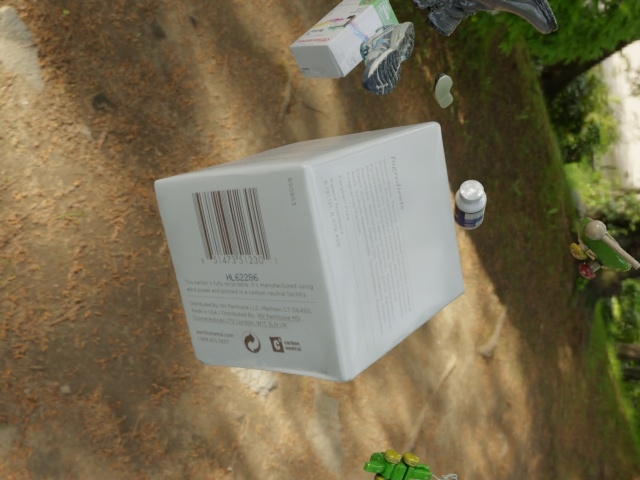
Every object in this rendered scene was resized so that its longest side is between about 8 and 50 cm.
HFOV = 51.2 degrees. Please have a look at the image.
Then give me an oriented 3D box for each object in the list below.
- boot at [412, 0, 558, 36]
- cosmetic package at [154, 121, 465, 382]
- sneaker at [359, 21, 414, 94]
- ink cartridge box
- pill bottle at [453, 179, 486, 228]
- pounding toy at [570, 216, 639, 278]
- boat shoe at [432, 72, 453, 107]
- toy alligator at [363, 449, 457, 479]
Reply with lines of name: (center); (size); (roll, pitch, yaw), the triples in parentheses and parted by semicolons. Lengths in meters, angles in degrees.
boot: (0.369, -0.547, 1.537); (0.338, 0.223, 0.118); (36, 34, -25)
cosmetic package: (0.000, 0.000, 1.144); (0.394, 0.330, 0.327); (-25, 108, -48)
sneaker: (0.157, -0.486, 1.797); (0.283, 0.122, 0.110); (-59, 148, -38)
ink cartridge box: (0.070, -0.628, 2.062); (0.278, 0.201, 0.117); (-46, 125, -21)
pill bottle: (0.459, -0.112, 2.053); (0.169, 0.094, 0.094); (74, 32, -61)
pounding toy: (0.755, 0.037, 1.843); (0.183, 0.110, 0.237); (52, 8, 9)
boat shoe: (0.283, -0.358, 1.573); (0.042, 0.049, 0.133); (59, 5, 19)
toy alligator: (0.148, 0.391, 1.149); (0.190, 0.051, 0.056); (17, 98, -25)
